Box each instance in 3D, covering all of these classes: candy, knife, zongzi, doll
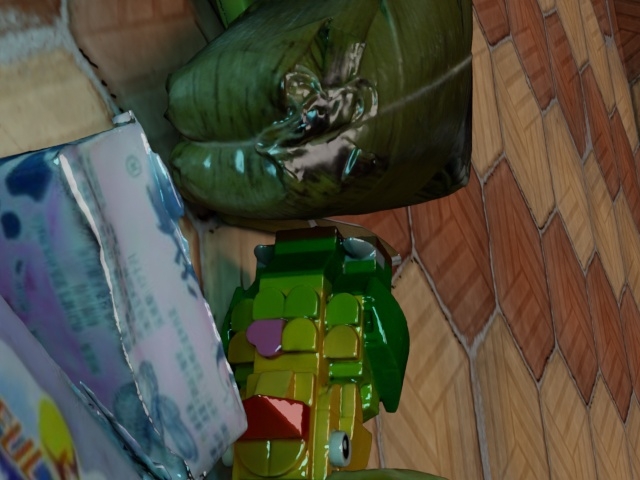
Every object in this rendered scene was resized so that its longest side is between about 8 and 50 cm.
[{"bbox_3d":[-0.099,0.034,0.483,0.073,0.092,0.160,-41,114,-62],"label":"candy"},{"bbox_3d":[-0.001,0.001,0.800,0.046,0.022,0.256,52,17,22],"label":"knife"},{"bbox_3d":[0.011,-0.163,0.695,0.274,0.145,0.300,-7,103,-67],"label":"zongzi"},{"bbox_3d":[-0.003,0.079,0.657,0.186,0.106,0.134,-73,154,-49],"label":"doll"}]

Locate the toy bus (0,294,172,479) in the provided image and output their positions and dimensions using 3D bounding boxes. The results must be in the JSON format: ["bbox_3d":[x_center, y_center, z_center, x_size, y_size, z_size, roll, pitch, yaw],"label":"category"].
[{"bbox_3d":[-0.165,0.015,0.284,0.112,0.138,0.317,-78,148,-47],"label":"toy bus"}]

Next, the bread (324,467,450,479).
[{"bbox_3d":[0.040,0.283,0.549,0.149,0.195,0.343,-19,98,-61],"label":"bread"}]

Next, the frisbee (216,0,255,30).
[{"bbox_3d":[-0.024,-0.232,0.798,0.236,0.017,0.235,5,90,-70],"label":"frisbee"}]
